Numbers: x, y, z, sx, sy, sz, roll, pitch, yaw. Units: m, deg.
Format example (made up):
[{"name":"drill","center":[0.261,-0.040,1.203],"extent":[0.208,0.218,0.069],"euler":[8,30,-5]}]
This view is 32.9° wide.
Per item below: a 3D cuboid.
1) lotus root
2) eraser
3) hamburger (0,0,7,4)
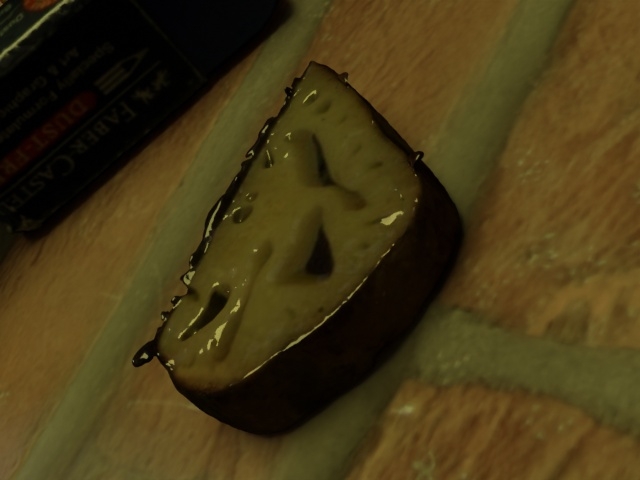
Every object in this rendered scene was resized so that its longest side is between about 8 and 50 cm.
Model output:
[{"name":"lotus root","center":[0.000,0.000,0.688],"extent":[0.170,0.074,0.260],"euler":[10,62,44]},{"name":"eraser","center":[-0.192,-0.155,0.926],"extent":[0.332,0.155,0.101],"euler":[-39,42,5]},{"name":"hamburger","center":[-0.303,-0.335,1.180],"extent":[0.191,0.118,0.182],"euler":[-15,29,32]}]
